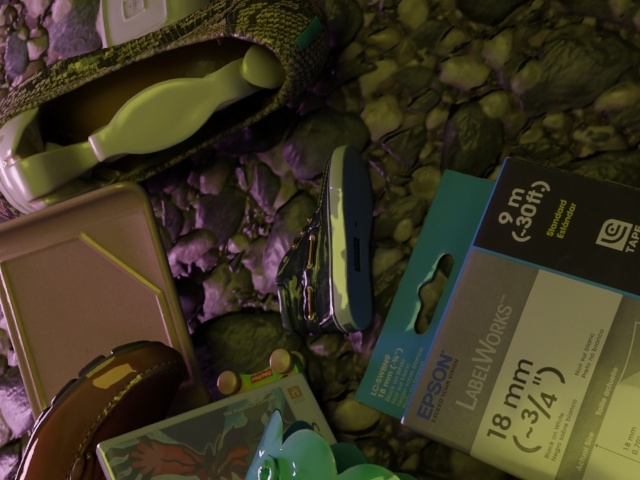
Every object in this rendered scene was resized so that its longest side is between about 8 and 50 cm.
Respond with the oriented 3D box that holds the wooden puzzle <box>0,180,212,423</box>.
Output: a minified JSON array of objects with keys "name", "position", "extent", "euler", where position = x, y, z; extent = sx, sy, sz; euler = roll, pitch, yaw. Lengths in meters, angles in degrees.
[{"name":"wooden puzzle","position":[-0.230,0.076,1.205],"extent":[0.221,0.044,0.239],"euler":[-16,95,28]}]

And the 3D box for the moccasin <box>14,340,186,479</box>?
[{"name":"moccasin","position":[-0.227,0.266,1.120],"extent":[0.147,0.139,0.380],"euler":[36,100,28]}]

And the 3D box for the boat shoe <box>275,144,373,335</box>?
[{"name":"boat shoe","position":[0.000,0.000,1.116],"extent":[0.083,0.065,0.183],"euler":[-10,69,29]}]

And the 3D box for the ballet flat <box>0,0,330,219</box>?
[{"name":"ballet flat","position":[-0.214,-0.120,1.219],"extent":[0.482,0.164,0.182],"euler":[-23,21,23]}]

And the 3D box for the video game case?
[{"name":"video game case","position":[-0.065,0.223,1.008],"extent":[0.183,0.201,0.023],"euler":[61,153,24]}]

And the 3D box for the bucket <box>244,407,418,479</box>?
[{"name":"bucket","position":[0.045,0.265,0.856],"extent":[0.281,0.281,0.183],"euler":[22,81,37]}]

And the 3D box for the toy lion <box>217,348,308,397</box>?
[{"name":"toy lion","position":[-0.053,0.163,1.119],"extent":[0.100,0.034,0.096],"euler":[-25,68,24]}]

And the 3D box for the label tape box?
[{"name":"label tape box","position":[0.174,0.069,0.953],"extent":[0.333,0.106,0.241],"euler":[18,84,36]}]

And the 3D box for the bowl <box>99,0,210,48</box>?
[{"name":"bowl","position":[-0.197,-0.258,1.347],"extent":[0.142,0.053,0.142],"euler":[-22,64,26]}]
